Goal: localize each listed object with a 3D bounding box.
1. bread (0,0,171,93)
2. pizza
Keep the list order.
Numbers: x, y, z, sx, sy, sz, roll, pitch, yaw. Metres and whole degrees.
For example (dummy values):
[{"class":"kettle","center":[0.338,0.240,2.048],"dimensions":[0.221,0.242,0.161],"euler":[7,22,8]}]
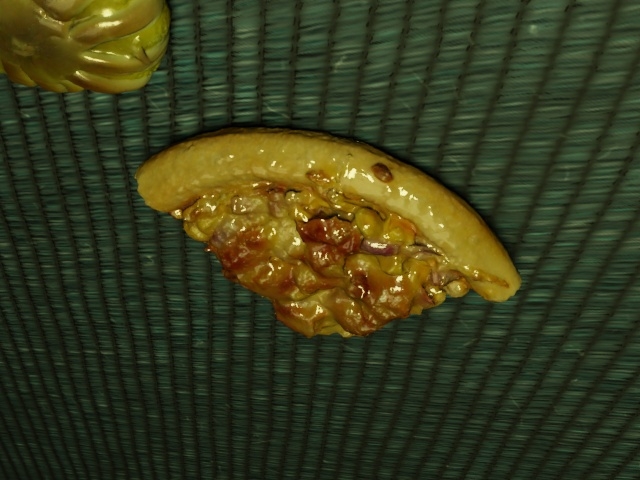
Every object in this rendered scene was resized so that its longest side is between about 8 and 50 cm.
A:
[{"class":"bread","center":[-0.239,-0.207,0.822],"dimensions":[0.213,0.104,0.213],"euler":[14,141,11]},{"class":"pizza","center":[0.000,0.000,0.979],"dimensions":[0.409,0.114,0.277],"euler":[22,139,2]}]
